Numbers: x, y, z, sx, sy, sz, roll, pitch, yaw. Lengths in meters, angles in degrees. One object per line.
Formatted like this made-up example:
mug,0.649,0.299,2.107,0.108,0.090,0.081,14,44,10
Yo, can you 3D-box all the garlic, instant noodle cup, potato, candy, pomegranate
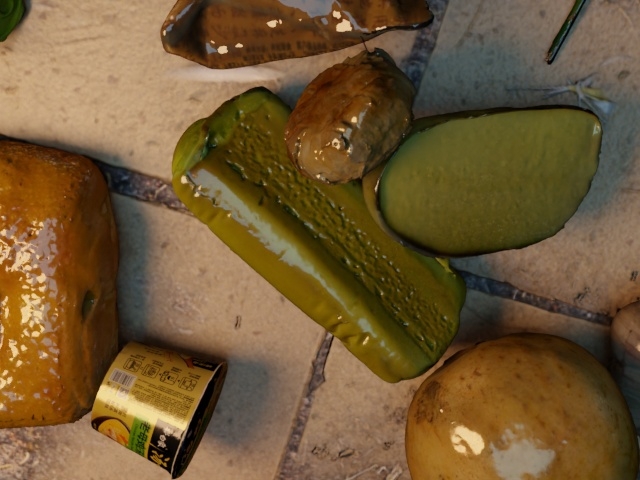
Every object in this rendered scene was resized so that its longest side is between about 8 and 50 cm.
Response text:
garlic,0.448,0.151,0.911,0.228,0.152,0.228,1,113,2
instant noodle cup,-0.192,0.192,0.940,0.122,0.151,0.151,24,105,4
potato,0.163,-0.076,0.863,0.272,0.111,0.160,-11,117,-19
candy,-0.022,-0.243,0.818,0.271,0.143,0.101,-2,130,5
pomegranate,0.224,0.224,0.888,0.260,0.260,0.260,0,106,1

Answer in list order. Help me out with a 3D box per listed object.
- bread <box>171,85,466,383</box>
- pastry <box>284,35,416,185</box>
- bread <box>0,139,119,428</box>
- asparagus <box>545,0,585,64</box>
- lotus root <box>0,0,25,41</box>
bread,0.000,0.000,0.889,0.383,0.112,0.166,42,64,-12
pastry,0.027,-0.121,0.783,0.081,0.153,0.153,32,105,-35
bread,-0.401,0.049,0.893,0.337,0.148,0.328,7,106,-2
asparagus,0.291,-0.270,0.865,0.013,0.016,0.166,29,106,8
lotus root,-0.418,-0.290,0.805,0.186,0.186,0.186,0,106,1
